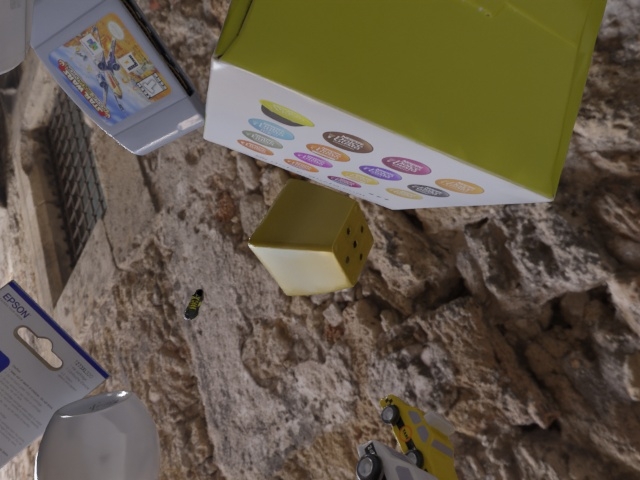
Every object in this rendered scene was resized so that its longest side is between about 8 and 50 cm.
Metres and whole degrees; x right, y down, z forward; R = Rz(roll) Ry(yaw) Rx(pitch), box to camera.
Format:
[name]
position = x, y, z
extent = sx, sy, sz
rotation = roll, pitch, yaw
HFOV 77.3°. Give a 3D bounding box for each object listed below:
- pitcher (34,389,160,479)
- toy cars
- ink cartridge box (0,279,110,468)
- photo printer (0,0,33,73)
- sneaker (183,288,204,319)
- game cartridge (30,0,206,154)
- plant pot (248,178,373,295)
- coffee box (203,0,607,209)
[pitcher]
position = -0.259, 0.292, 0.485
extent = 0.126, 0.178, 0.207
rotation = -7, -92, -26
[toy cars]
position = 0.152, 0.329, 0.592
extent = 0.176, 0.087, 0.394
rotation = 45, -171, 15
[ink cartridge box]
position = -0.473, 0.229, 0.505
extent = 0.175, 0.371, 0.069
rotation = 52, 173, -12
[photo printer]
position = -0.466, -0.366, 0.409
extent = 0.308, 0.256, 0.107
rotation = 35, -136, -11
[sneaker]
position = -0.269, 0.134, 0.849
extent = 0.031, 0.035, 0.083
rotation = 9, -150, -4
[game cartridge]
position = -0.356, -0.297, 0.699
extent = 0.297, 0.198, 0.062
rotation = 56, -161, -35
[plant pot]
position = 0.000, 0.000, 0.930
extent = 0.212, 0.187, 0.212
rotation = -62, -40, -31
[coffee box]
position = 0.072, -0.249, 0.486
extent = 0.338, 0.338, 0.334
rotation = 17, 178, -18
